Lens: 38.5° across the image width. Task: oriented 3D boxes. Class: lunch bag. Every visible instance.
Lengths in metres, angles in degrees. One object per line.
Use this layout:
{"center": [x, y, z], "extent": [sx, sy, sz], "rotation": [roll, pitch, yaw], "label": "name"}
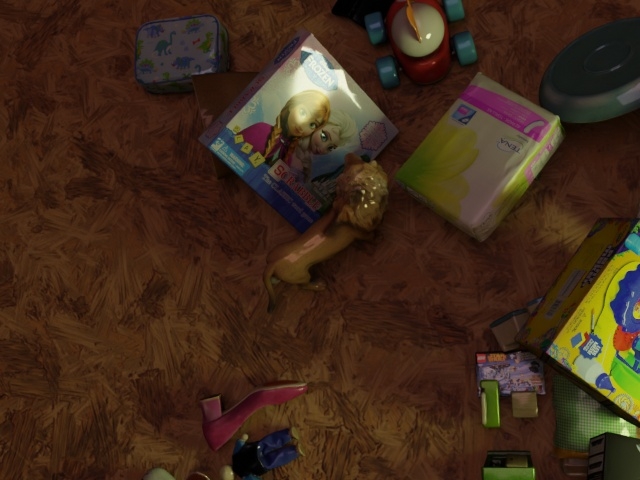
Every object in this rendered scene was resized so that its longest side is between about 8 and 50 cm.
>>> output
{"center": [-0.326, -0.442, 2.173], "extent": [0.219, 0.090, 0.176], "rotation": [-5, 78, 12], "label": "lunch bag"}

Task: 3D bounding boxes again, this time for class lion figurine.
{"center": [0.000, 0.000, 1.917], "extent": [0.392, 0.240, 0.142], "rotation": [-46, 72, 1], "label": "lion figurine"}

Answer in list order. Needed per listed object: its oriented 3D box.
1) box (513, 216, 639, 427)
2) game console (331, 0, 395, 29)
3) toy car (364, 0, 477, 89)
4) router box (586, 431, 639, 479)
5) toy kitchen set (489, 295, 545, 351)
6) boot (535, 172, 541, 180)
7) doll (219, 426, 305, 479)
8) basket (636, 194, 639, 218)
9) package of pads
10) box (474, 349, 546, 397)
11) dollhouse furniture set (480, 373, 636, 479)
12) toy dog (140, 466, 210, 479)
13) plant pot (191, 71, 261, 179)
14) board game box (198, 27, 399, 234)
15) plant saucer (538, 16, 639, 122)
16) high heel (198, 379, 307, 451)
{"center": [0.567, 0.153, 1.667], "extent": [0.279, 0.177, 0.290], "rotation": [36, 87, -7], "label": "box"}
{"center": [0.104, -0.556, 2.138], "extent": [0.107, 0.071, 0.122], "rotation": [27, 83, 47], "label": "game console"}
{"center": [0.206, -0.463, 1.970], "extent": [0.219, 0.238, 0.210], "rotation": [-15, 79, 9], "label": "toy car"}
{"center": [0.639, 0.502, 1.662], "extent": [0.309, 0.081, 0.242], "rotation": [14, 67, -3], "label": "router box"}
{"center": [0.467, 0.128, 1.864], "extent": [0.207, 0.166, 0.122], "rotation": [-10, 71, -32], "label": "toy kitchen set"}
{"center": [0.335, -0.126, 1.953], "extent": [0.208, 0.076, 0.190], "rotation": [-44, 57, -6], "label": "boot"}
{"center": [-0.129, 0.466, 1.944], "extent": [0.189, 0.046, 0.129], "rotation": [-24, 72, 7], "label": "doll"}
{"center": [0.794, -0.113, 1.744], "extent": [0.329, 0.266, 0.331], "rotation": [10, 82, 14], "label": "basket"}
{"center": [0.332, -0.170, 1.882], "extent": [0.229, 0.101, 0.296], "rotation": [38, 88, 31], "label": "package of pads"}
{"center": [0.387, 0.272, 1.875], "extent": [0.137, 0.027, 0.093], "rotation": [-4, 78, 12], "label": "box"}
{"center": [0.460, 0.361, 1.756], "extent": [0.302, 0.151, 0.197], "rotation": [-3, 87, 12], "label": "dollhouse furniture set"}
{"center": [-0.247, 0.590, 1.883], "extent": [0.334, 0.161, 0.220], "rotation": [7, 79, 15], "label": "toy dog"}
{"center": [-0.136, -0.277, 2.039], "extent": [0.255, 0.237, 0.237], "rotation": [-13, 74, -5], "label": "plant pot"}
{"center": [-0.039, -0.225, 1.955], "extent": [0.318, 0.319, 0.066], "rotation": [-48, 33, 0], "label": "board game box"}
{"center": [0.588, -0.359, 1.862], "extent": [0.318, 0.043, 0.317], "rotation": [-25, 33, 18], "label": "plant saucer"}
{"center": [-0.137, 0.372, 1.957], "extent": [0.244, 0.082, 0.117], "rotation": [-13, 90, 3], "label": "high heel"}
